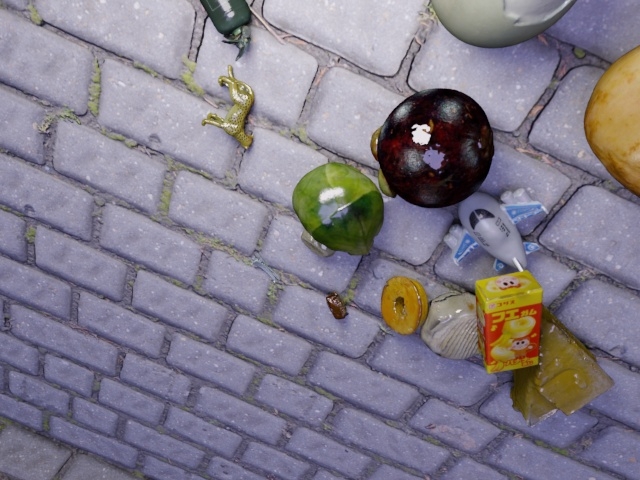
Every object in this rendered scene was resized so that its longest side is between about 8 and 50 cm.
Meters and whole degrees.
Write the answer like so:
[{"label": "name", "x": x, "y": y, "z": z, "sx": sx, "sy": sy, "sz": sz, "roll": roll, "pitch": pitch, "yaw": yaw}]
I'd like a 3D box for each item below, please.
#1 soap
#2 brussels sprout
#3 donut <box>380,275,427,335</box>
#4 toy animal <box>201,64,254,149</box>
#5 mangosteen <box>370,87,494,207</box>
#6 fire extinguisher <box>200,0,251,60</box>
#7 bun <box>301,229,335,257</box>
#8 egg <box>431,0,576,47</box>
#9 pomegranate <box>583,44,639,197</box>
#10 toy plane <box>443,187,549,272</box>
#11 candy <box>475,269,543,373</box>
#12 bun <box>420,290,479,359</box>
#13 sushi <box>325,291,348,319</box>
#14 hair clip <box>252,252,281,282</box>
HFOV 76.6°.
[{"label": "soap", "x": 0.630, "y": 0.373, "z": 1.229, "sx": 0.339, "sy": 0.169, "sz": 0.304, "roll": 42, "pitch": 108, "yaw": -11}, {"label": "brussels sprout", "x": 0.060, "y": -0.077, "z": 1.083, "sx": 0.219, "sy": 0.210, "sz": 0.271, "roll": -35, "pitch": 131, "yaw": 1}, {"label": "donut", "x": 0.258, "y": 0.192, "z": 1.224, "sx": 0.066, "sy": 0.162, "sz": 0.178, "roll": -3, "pitch": 120, "yaw": -35}, {"label": "toy animal", "x": -0.220, "y": -0.350, "z": 1.075, "sx": 0.136, "sy": 0.073, "sz": 0.181, "roll": 24, "pitch": 108, "yaw": -11}, {"label": "mangosteen", "x": 0.251, "y": -0.206, "z": 0.941, "sx": 0.288, "sy": 0.288, "sz": 0.288, "roll": 5, "pitch": 119, "yaw": 9}, {"label": "fire extinguisher", "x": -0.245, "y": -0.576, "z": 0.926, "sx": 0.095, "sy": 0.114, "sz": 0.311, "roll": -7, "pitch": 122, "yaw": 48}, {"label": "bun", "x": 0.000, "y": 0.000, "z": 1.203, "sx": 0.115, "sy": 0.069, "sz": 0.115, "roll": 34, "pitch": 164, "yaw": 12}, {"label": "egg", "x": 0.337, "y": -0.496, "z": 0.723, "sx": 0.279, "sy": 0.336, "sz": 0.278, "roll": 3, "pitch": 113, "yaw": 8}, {"label": "pomegranate", "x": 0.716, "y": -0.242, "z": 0.781, "sx": 0.338, "sy": 0.338, "sz": 0.338, "roll": 5, "pitch": 119, "yaw": 9}, {"label": "toy plane", "x": 0.464, "y": -0.020, "z": 1.076, "sx": 0.267, "sy": 0.122, "sz": 0.266, "roll": 5, "pitch": 117, "yaw": 11}, {"label": "candy", "x": 0.495, "y": 0.221, "z": 1.073, "sx": 0.146, "sy": 0.088, "sz": 0.276, "roll": -13, "pitch": 122, "yaw": 7}, {"label": "bun", "x": 0.413, "y": 0.249, "z": 1.220, "sx": 0.239, "sy": 0.141, "sz": 0.239, "roll": 0, "pitch": 122, "yaw": 0}, {"label": "sushi", "x": 0.055, "y": 0.214, "z": 1.326, "sx": 0.055, "sy": 0.052, "sz": 0.120, "roll": -18, "pitch": 113, "yaw": 20}, {"label": "hair clip", "x": -0.179, "y": 0.095, "z": 1.320, "sx": 0.030, "sy": 0.039, "sz": 0.115, "roll": -35, "pitch": 109, "yaw": 31}]
